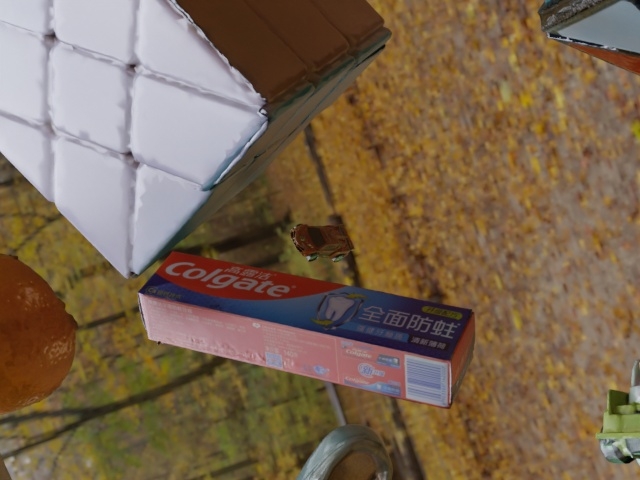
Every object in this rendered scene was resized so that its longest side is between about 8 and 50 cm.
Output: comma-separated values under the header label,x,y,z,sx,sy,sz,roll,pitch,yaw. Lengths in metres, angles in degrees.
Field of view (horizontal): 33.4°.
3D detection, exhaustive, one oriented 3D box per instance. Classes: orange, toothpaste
label,x,y,z,sx,sy,sz,roll,pitch,yaw
orange,-0.547,0.155,1.604,0.310,0.274,0.274,1,114,46
toothpaste,-0.017,0.082,1.023,0.076,0.320,0.066,-57,-30,-47

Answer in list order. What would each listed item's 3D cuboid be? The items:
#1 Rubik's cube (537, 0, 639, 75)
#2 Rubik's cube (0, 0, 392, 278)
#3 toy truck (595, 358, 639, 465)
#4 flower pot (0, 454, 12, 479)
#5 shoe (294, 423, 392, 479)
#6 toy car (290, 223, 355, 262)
label,x,y,z,sx,sy,sz,roll,pitch,yaw
Rubik's cube,0.365,-0.260,0.907,0.246,0.250,0.248,-161,94,-85
Rubik's cube,-0.121,-0.145,0.862,0.221,0.231,0.224,46,-143,-1
toy truck,0.423,0.190,1.159,0.128,0.259,0.135,-14,62,48
flower pot,-0.388,0.215,0.935,0.290,0.290,0.259,-114,4,-53
shoe,-0.008,0.311,1.111,0.103,0.251,0.100,31,-175,-21
toy car,0.000,0.000,1.615,0.122,0.035,0.059,5,-126,-56
